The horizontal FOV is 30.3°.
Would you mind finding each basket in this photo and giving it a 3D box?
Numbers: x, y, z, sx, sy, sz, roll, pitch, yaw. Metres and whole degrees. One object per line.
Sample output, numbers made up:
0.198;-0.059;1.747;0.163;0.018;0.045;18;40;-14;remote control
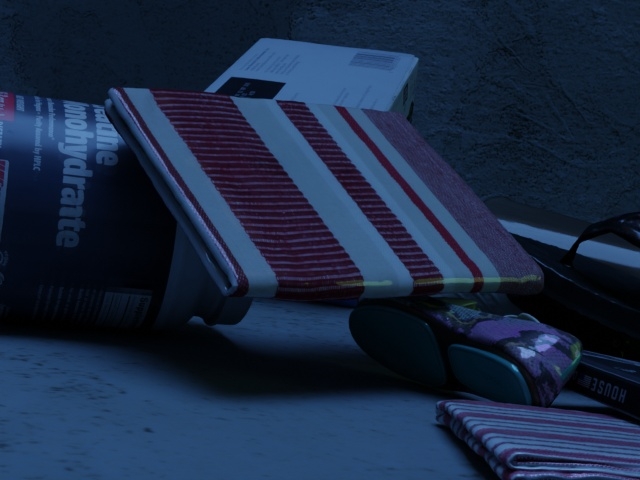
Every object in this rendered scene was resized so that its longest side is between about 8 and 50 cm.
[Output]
0.278;0.050;1.257;0.227;0.154;0.204;15;4;32;basket

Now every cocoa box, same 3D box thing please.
-0.019;-0.099;1.512;0.231;0.228;0.347;8;25;10;cocoa box

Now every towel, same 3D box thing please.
0.007;-0.034;0.962;0.329;0.037;0.237;0;40;-41;towel
0.158;0.132;0.735;0.144;0.029;0.197;8;1;-7;towel

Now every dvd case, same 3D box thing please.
0.294;0.123;0.904;0.238;0.030;0.179;14;2;-24;dvd case

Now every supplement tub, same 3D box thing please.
-0.197;-0.021;1.014;0.272;0.191;0.191;6;4;-18;supplement tub

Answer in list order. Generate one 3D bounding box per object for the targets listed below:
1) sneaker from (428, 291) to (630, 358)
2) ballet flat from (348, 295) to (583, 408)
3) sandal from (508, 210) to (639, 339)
0.188;0.071;1.176;0.237;0.085;0.086;9;15;10;sneaker
0.116;0.079;0.924;0.079;0.077;0.221;-28;23;-29;ballet flat
0.363;0.053;1.050;0.445;0.107;0.167;21;10;13;sandal
